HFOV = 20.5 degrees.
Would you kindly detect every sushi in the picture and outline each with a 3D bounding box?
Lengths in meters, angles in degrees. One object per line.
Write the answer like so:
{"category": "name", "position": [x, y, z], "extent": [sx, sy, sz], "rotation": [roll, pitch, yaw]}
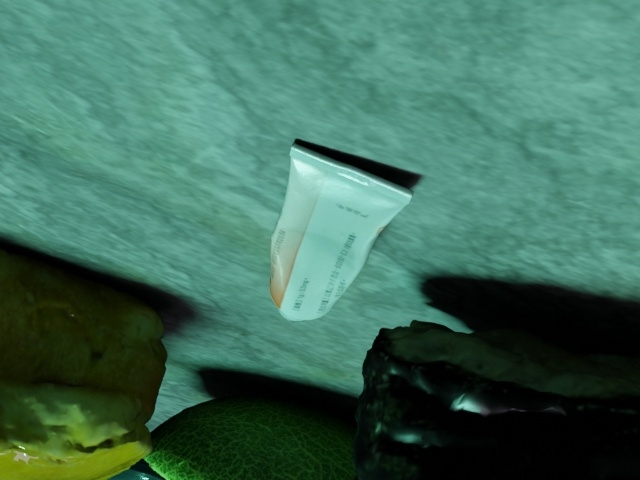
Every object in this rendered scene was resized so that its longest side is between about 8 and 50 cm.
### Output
{"category": "sushi", "position": [0.188, 0.147, 0.953], "extent": [0.350, 0.171, 0.211], "rotation": [12, 162, 14]}

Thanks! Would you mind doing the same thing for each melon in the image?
{"category": "melon", "position": [-0.043, 0.176, 1.401], "extent": [0.169, 0.129, 0.265], "rotation": [35, 170, 8]}

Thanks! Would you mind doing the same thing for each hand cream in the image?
{"category": "hand cream", "position": [-0.001, 0.001, 0.897], "extent": [0.052, 0.038, 0.216], "rotation": [-6, 162, -11]}

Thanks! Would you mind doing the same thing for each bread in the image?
{"category": "bread", "position": [-0.225, 0.113, 1.281], "extent": [0.195, 0.149, 0.344], "rotation": [20, 164, -12]}

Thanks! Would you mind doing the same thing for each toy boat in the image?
{"category": "toy boat", "position": [-0.223, 0.255, 1.949], "extent": [0.141, 0.055, 0.060], "rotation": [12, 156, 14]}
